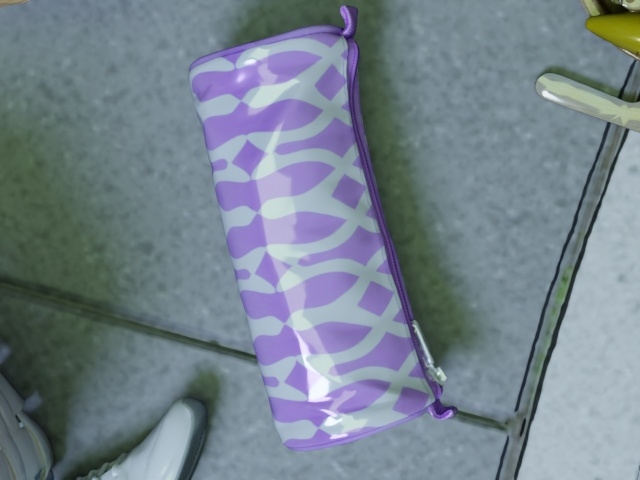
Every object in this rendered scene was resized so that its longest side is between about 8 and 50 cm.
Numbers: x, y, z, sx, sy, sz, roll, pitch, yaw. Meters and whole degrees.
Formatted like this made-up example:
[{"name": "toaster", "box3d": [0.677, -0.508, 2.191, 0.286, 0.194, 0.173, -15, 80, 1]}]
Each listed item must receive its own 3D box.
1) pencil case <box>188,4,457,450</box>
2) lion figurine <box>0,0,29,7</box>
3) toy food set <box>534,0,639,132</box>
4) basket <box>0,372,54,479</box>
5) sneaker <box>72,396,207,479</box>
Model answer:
[{"name": "pencil case", "box3d": [0.000, 0.000, 0.606, 0.088, 0.086, 0.206, -14, 94, 21]}, {"name": "lion figurine", "box3d": [-0.208, -0.299, 0.571, 0.240, 0.142, 0.392, -2, 99, 14]}, {"name": "toy food set", "box3d": [0.184, -0.140, 0.595, 0.132, 0.038, 0.192, 17, 97, 5]}, {"name": "basket", "box3d": [-0.277, 0.148, 0.570, 0.289, 0.255, 0.201, -29, 93, -3]}, {"name": "sneaker", "box3d": [-0.111, 0.140, 0.650, 0.061, 0.054, 0.152, 33, 99, 6]}]
